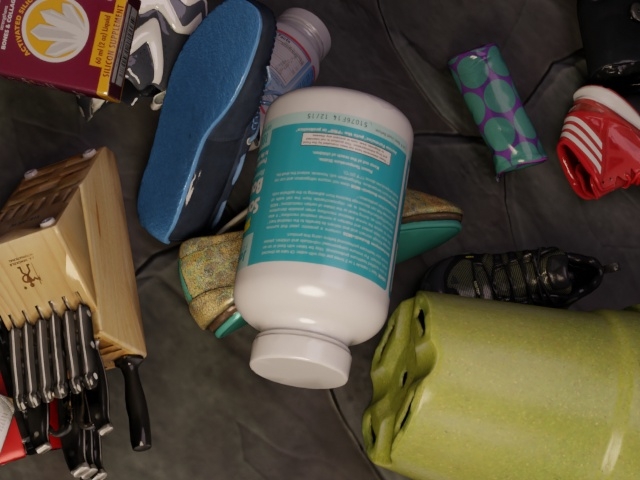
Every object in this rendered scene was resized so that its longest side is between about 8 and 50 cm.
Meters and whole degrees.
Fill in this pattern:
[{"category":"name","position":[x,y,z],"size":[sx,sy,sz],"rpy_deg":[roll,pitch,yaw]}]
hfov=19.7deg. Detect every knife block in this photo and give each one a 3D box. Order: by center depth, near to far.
[{"category":"knife block","position":[-0.215,0.073,1.685],"size":[0.276,0.088,0.242],"rpy_deg":[-75,145,-64]}]

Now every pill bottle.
[{"category":"pill bottle","position":[0.000,0.000,1.719],"size":[0.146,0.146,0.264],"rpy_deg":[20,66,-25]},{"category":"pill bottle","position":[-0.057,-0.172,1.917],"size":[0.087,0.087,0.160],"rpy_deg":[46,53,-9]}]

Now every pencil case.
[{"category":"pencil case","position":[0.200,-0.148,2.090],"size":[0.064,0.070,0.152],"rpy_deg":[-23,87,-2]}]

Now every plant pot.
[{"category":"plant pot","position":[0.189,0.168,1.855],"size":[0.253,0.276,0.276],"rpy_deg":[15,63,-15]}]

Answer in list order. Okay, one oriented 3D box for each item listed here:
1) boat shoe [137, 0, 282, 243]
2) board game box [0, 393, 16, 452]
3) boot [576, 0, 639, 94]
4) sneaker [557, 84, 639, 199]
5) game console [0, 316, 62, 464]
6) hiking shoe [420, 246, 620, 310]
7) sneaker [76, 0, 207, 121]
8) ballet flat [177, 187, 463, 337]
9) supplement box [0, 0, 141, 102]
[{"category":"boat shoe","position":[-0.104,-0.120,1.803],"size":[0.089,0.258,0.109],"rpy_deg":[1,36,-47]},{"category":"board game box","position":[-0.397,0.171,1.557],"size":[0.243,0.042,0.165],"rpy_deg":[22,59,-12]},{"category":"boot","position":[0.326,-0.288,2.210],"size":[0.246,0.094,0.207],"rpy_deg":[12,61,-36]},{"category":"sneaker","position":[0.370,-0.074,2.175],"size":[0.221,0.087,0.128],"rpy_deg":[32,65,-4]},{"category":"game console","position":[-0.296,0.135,1.683],"size":[0.124,0.085,0.144],"rpy_deg":[2,67,-66]},{"category":"hiking shoe","position":[0.213,0.038,1.992],"size":[0.227,0.114,0.086],"rpy_deg":[-7,75,-35]},{"category":"sneaker","position":[-0.239,-0.199,1.803],"size":[0.235,0.094,0.153],"rpy_deg":[19,72,-15]},{"category":"ballet flat","position":[0.000,-0.008,1.877],"size":[0.348,0.123,0.123],"rpy_deg":[-22,84,-35]},{"category":"supplement box","position":[-0.273,-0.200,1.724],"size":[0.188,0.081,0.104],"rpy_deg":[12,89,3]}]
